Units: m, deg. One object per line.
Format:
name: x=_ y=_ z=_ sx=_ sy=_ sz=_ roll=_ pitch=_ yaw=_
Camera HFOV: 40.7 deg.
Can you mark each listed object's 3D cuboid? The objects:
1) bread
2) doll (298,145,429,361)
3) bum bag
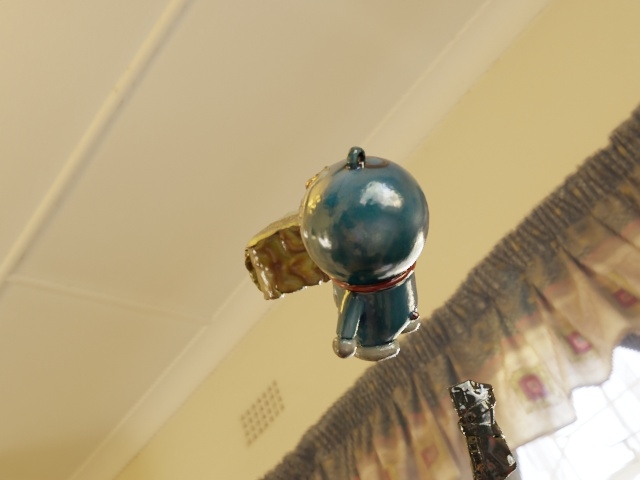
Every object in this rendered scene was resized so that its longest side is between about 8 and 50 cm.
bread: x=0.000 y=0.000 z=1.185 sx=0.181 sy=0.222 sz=0.096 roll=-17 pitch=-82 yaw=18
doll: x=0.032 y=0.006 z=0.582 sx=0.114 sy=0.085 sz=0.152 roll=-47 pitch=-44 yaw=-44
bum bag: x=0.187 y=0.221 z=0.997 sx=0.057 sy=0.125 sz=0.034 roll=-16 pitch=-4 yaw=-11
